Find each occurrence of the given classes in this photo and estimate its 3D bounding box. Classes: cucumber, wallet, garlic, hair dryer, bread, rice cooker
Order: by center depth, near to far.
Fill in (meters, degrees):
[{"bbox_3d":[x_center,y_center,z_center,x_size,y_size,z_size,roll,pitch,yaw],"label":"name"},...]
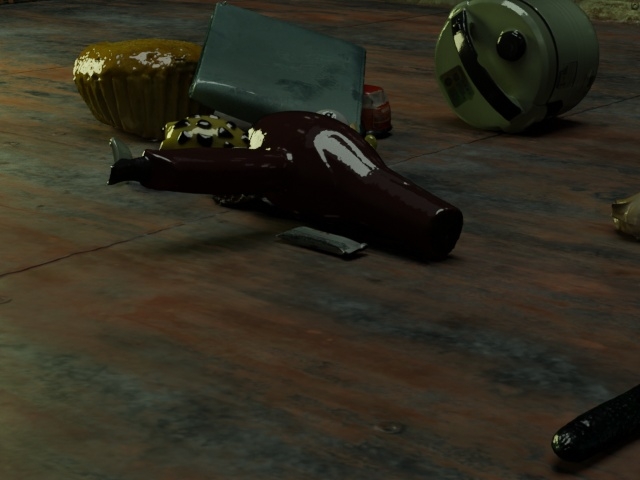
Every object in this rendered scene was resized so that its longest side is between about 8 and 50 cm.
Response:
[{"bbox_3d":[0.207,0.134,0.951,0.032,0.032,0.133,15,23,41],"label":"cucumber"},{"bbox_3d":[-0.058,-0.058,1.409,0.341,0.123,0.313,-3,23,-38],"label":"hair dryer"},{"bbox_3d":[0.400,-0.040,1.493,0.152,0.066,0.084,-7,16,-19],"label":"garlic"},{"bbox_3d":[-0.056,-0.239,1.915,0.251,0.054,0.290,19,34,-8],"label":"wallet"},{"bbox_3d":[-0.261,-0.240,2.018,0.240,0.139,0.240,1,16,0],"label":"bread"},{"bbox_3d":[0.308,-0.283,2.087,0.226,0.226,0.244,12,18,34],"label":"rice cooker"}]

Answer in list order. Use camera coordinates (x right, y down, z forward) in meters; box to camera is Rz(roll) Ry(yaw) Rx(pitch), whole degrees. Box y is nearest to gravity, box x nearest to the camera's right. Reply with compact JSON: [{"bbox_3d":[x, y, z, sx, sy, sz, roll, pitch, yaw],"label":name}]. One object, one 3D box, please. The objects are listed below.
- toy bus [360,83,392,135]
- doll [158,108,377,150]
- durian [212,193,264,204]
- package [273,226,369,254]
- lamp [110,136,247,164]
[{"bbox_3d":[0.027,-0.207,2.031,0.174,0.077,0.079,9,18,26],"label":"toy bus"},{"bbox_3d":[-0.069,-0.123,1.730,0.291,0.086,0.117,2,49,1],"label":"doll"},{"bbox_3d":[-0.104,-0.075,1.617,0.066,0.052,0.130,-5,14,-22],"label":"durian"},{"bbox_3d":[0.000,0.000,1.426,0.110,0.015,0.037,15,21,39],"label":"package"},{"bbox_3d":[-0.174,-0.113,1.665,0.198,0.056,0.050,-6,-11,19],"label":"lamp"}]
